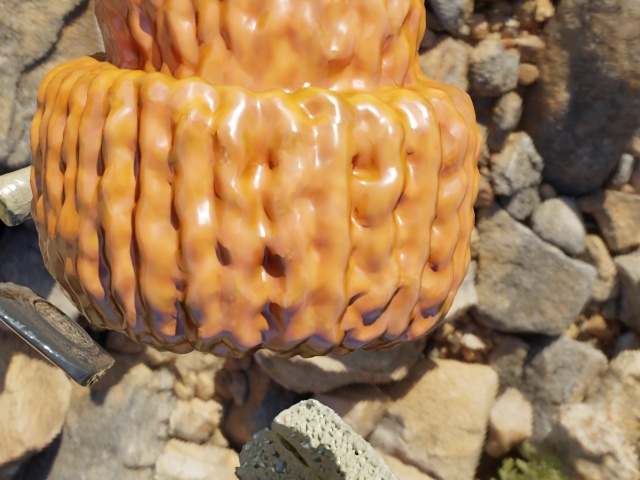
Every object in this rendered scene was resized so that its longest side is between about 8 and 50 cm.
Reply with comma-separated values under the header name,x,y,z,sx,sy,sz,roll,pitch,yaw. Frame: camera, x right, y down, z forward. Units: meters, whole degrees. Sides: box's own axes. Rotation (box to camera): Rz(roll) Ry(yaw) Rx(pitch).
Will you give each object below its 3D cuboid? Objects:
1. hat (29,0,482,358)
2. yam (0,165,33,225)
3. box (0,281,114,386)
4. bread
name,x,y,z,sx,sy,sz,roll,pitch,yaw
hat,-0.018,-0.135,0.609,0.285,0.285,0.400,10,94,-23
yam,-0.294,-0.106,1.304,0.300,0.066,0.066,-32,116,-34
box,-0.377,0.123,1.381,0.201,0.212,0.042,40,88,2
bread,0.053,0.254,0.793,0.102,0.337,0.183,-41,114,-10
